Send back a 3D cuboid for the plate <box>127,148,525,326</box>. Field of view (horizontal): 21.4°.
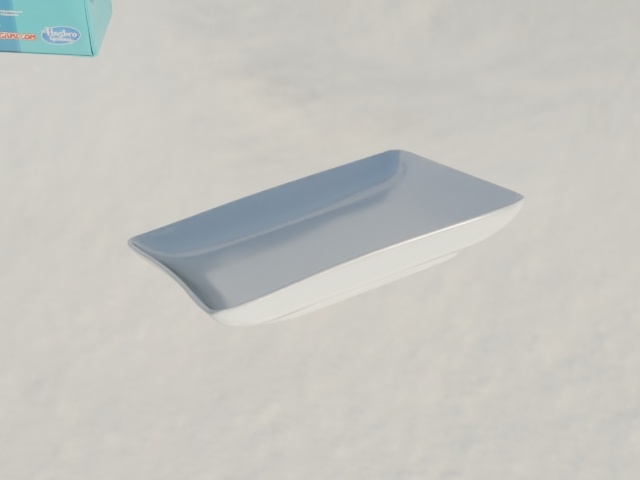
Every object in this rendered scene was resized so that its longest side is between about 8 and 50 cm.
[{"bbox_3d":[0.000,0.000,1.440,0.278,0.277,0.045,-20,107,-16],"label":"plate"}]

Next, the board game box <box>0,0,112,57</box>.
[{"bbox_3d":[-0.329,-0.323,1.477,0.253,0.336,0.079,4,42,6],"label":"board game box"}]
